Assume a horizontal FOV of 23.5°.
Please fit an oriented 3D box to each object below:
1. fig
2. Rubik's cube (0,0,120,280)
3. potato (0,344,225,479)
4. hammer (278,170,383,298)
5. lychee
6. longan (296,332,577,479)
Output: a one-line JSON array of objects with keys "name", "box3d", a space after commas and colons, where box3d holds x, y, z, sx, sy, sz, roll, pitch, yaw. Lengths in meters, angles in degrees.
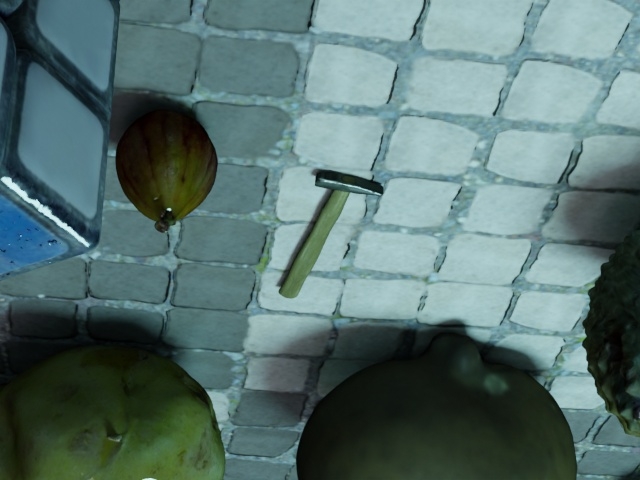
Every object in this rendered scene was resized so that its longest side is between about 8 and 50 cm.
[{"name": "fig", "box3d": [-0.126, -0.043, 1.249, 0.088, 0.125, 0.089, -1, 142, -1]}, {"name": "Rubik's cube", "box3d": [-0.324, -0.146, 0.935, 0.305, 0.304, 0.301, -18, 142, 22]}, {"name": "potato", "box3d": [-0.252, 0.216, 1.585, 0.218, 0.203, 0.351, 15, 158, -41]}, {"name": "hammer", "box3d": [0.000, 0.000, 1.415, 0.062, 0.013, 0.199, 9, 145, -13]}, {"name": "lychee", "box3d": [0.359, 0.082, 1.333, 0.255, 0.255, 0.274, -12, 160, 17]}, {"name": "longan", "box3d": [0.120, 0.237, 1.584, 0.300, 0.300, 0.243, 23, -179, -31]}]
